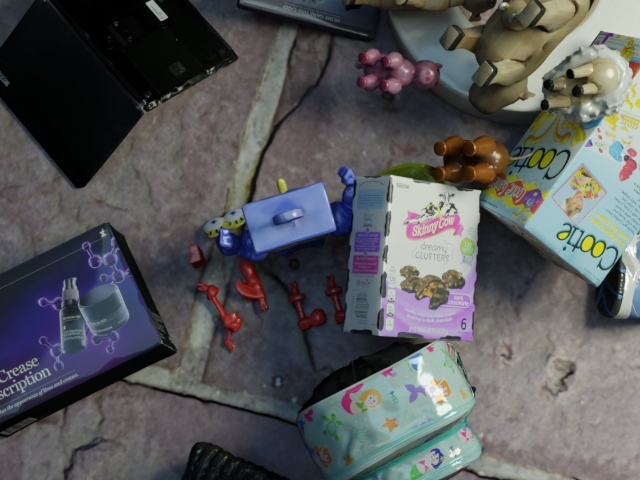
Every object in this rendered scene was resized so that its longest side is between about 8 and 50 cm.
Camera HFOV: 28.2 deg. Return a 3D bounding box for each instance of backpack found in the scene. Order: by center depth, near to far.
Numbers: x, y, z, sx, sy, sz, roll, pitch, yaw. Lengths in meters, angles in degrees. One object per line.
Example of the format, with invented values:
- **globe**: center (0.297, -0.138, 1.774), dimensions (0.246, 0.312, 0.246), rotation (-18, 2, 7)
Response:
- **backpack**: center (0.085, 0.218, 1.547), dimensions (0.225, 0.253, 0.191), rotation (-27, 78, -2)

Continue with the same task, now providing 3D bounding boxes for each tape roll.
- **tape roll**: center (0.281, -0.353, 1.739), dimensions (0.392, 0.072, 0.392), rotation (-1, 79, 5)

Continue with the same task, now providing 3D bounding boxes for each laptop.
- **laptop**: center (-0.297, -0.248, 1.794), dimensions (0.264, 0.136, 0.234), rotation (-35, 78, -29)

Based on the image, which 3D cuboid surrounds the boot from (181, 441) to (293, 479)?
- **boot**: center (-0.206, 0.368, 1.600), dimensions (0.348, 0.131, 0.260), rotation (19, 88, -3)

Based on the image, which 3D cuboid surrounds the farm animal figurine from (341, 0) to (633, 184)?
- **farm animal figurine**: center (0.211, -0.247, 1.595), dimensions (0.326, 0.172, 0.330), rotation (-33, 75, 41)

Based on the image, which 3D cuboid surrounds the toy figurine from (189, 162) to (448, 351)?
- **toy figurine**: center (0.000, 0.000, 1.617), dimensions (0.362, 0.217, 0.191), rotation (-15, 78, 2)

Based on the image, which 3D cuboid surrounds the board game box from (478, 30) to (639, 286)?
- **board game box**: center (0.351, -0.106, 1.606), dimensions (0.144, 0.142, 0.275), rotation (36, 91, -24)

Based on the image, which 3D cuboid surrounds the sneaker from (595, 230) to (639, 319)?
- **sneaker**: center (0.414, 0.005, 1.664), dimensions (0.081, 0.080, 0.211), rotation (14, 79, -16)

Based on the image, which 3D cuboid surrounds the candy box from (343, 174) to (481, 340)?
- **candy box**: center (0.117, 0.024, 1.589), dimensions (0.164, 0.070, 0.196), rotation (6, 86, -39)

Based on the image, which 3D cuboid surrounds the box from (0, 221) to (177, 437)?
- **box**: center (-0.351, 0.119, 1.682), dimensions (0.261, 0.103, 0.184), rotation (-27, 75, -1)

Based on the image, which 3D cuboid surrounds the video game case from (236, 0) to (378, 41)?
- **video game case**: center (0.002, -0.430, 1.767), dimensions (0.196, 0.026, 0.274), rotation (12, 78, -14)
